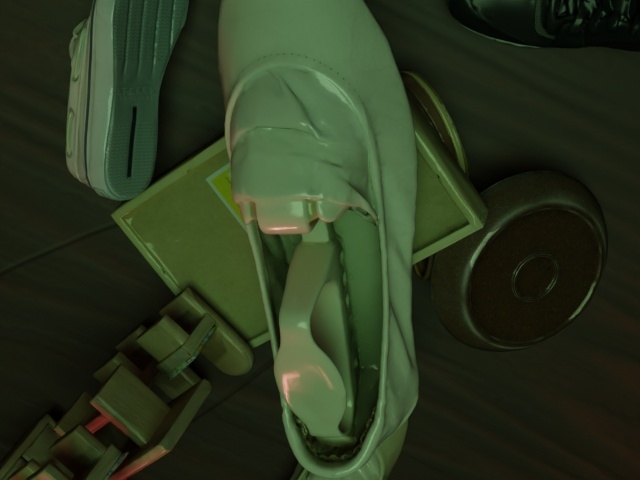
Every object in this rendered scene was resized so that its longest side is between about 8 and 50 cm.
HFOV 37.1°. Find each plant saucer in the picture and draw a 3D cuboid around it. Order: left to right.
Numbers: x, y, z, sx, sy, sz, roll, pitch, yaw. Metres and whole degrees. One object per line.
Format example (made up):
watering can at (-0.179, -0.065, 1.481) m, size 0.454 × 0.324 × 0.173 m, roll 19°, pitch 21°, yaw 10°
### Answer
plant saucer at (0.173, 0.025, 0.794) m, size 0.168 × 0.029 × 0.169 m, roll -9°, pitch 116°, yaw -18°

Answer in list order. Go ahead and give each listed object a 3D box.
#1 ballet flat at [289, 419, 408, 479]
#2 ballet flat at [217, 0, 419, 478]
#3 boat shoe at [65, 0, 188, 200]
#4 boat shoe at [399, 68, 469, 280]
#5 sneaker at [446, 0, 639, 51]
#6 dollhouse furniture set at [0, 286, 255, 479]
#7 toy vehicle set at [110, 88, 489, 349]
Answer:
ballet flat at (0.003, 0.242, 0.869) m, size 0.086 × 0.086 × 0.248 m, roll 30°, pitch 105°, yaw -8°
ballet flat at (0.000, 0.000, 0.677) m, size 0.139 × 0.139 × 0.401 m, roll -8°, pitch 115°, yaw 3°
boat shoe at (-0.166, -0.147, 0.750) m, size 0.075 × 0.083 × 0.226 m, roll 18°, pitch 100°, yaw 33°
boat shoe at (0.083, -0.049, 0.777) m, size 0.060 × 0.064 × 0.178 m, roll -26°, pitch 110°, yaw -20°
sneaker at (0.238, -0.188, 0.707) m, size 0.283 × 0.124 × 0.107 m, roll 3°, pitch 107°, yaw 0°
dollhouse furniture set at (-0.161, 0.203, 0.799) m, size 0.161 × 0.212 × 0.242 m, roll 45°, pitch 129°, yaw -10°
toy vehicle set at (-0.023, -0.023, 0.769) m, size 0.266 × 0.035 × 0.166 m, roll -29°, pitch 105°, yaw 27°
